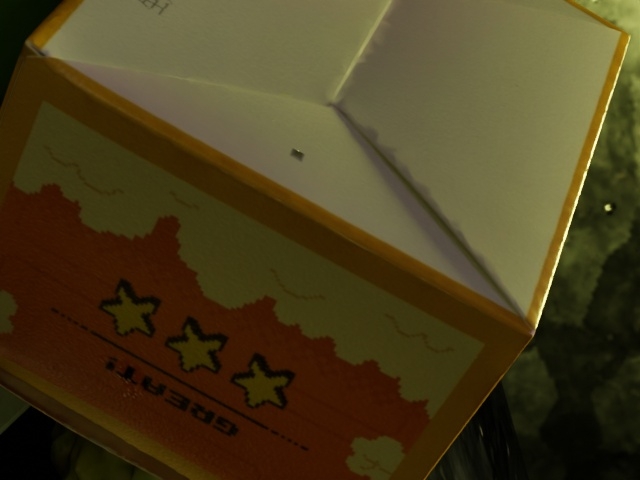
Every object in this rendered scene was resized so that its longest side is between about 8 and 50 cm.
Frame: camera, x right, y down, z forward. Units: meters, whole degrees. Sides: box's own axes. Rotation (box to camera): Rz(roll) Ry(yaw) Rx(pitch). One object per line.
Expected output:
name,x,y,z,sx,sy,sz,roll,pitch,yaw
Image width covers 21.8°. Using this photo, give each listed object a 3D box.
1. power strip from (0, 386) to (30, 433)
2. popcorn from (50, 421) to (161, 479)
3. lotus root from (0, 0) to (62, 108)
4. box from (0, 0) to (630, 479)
power strip,-0.199,0.056,0.910,0.367,0.043,0.106,-53,128,-75
popcorn,-0.064,0.140,1.027,0.259,0.212,0.259,172,-90,-79
lotus root,-0.188,-0.130,0.888,0.186,0.186,0.186,-15,90,-78
box,-0.017,-0.033,0.874,0.259,0.214,0.283,31,41,-3
